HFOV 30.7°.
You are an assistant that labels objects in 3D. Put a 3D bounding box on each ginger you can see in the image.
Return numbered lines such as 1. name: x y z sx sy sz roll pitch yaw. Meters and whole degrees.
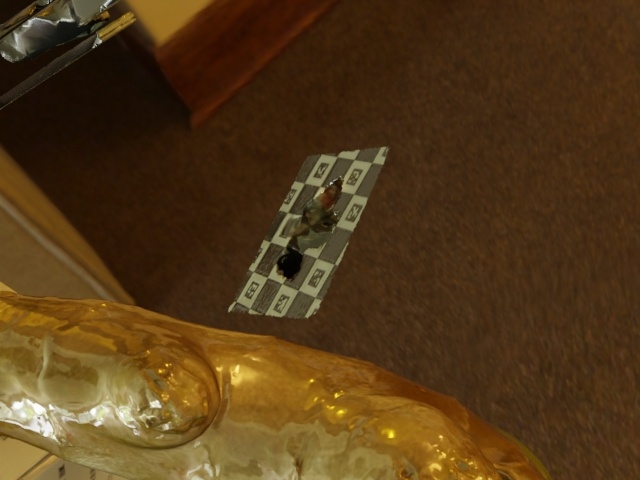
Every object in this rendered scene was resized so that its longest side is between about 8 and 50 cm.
1. ginger: -0.016 0.137 0.636 0.236 0.375 0.166 41 117 60

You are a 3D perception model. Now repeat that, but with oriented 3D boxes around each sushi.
1. sushi: 0.000 0.000 1.291 0.192 0.040 0.210 0 61 59

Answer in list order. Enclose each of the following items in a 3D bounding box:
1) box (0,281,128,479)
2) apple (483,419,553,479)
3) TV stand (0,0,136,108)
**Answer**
1. box: -0.243 0.202 0.876 0.173 0.333 0.145 30 44 22
2. apple: 0.060 0.303 1.037 0.357 0.357 0.357 -8 61 16
3. TV stand: -0.163 -0.107 0.651 0.249 0.042 0.036 -22 15 38
